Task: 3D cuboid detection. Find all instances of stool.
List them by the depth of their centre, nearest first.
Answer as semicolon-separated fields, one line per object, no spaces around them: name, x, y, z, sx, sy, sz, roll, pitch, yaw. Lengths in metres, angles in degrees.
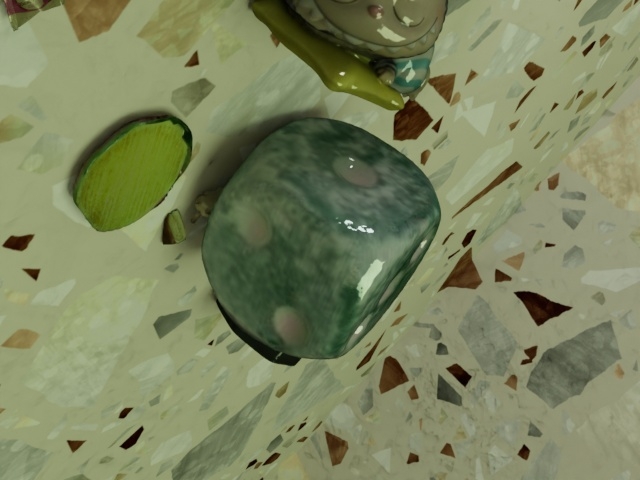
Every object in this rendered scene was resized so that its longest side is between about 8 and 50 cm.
stool;-0.107;0.162;1.985;0.141;0.232;0.232;-50;158;8

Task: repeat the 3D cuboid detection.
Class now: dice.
dice;0.000;0.000;1.673;0.328;0.330;0.348;-38;160;-48

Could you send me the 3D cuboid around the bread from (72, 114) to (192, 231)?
bread;-0.297;-0.109;1.414;0.228;0.033;0.228;-39;159;-18

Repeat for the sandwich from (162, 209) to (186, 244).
sandwich;-0.265;-0.013;1.626;0.031;0.044;0.083;-24;148;-32

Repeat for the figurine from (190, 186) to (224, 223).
figurine;-0.205;-0.064;1.650;0.083;0.047;0.050;-32;171;-46

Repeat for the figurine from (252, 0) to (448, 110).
figurine;0.129;-0.408;1.351;0.378;0.266;0.361;-53;162;20

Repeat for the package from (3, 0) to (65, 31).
package;-0.333;-0.286;1.047;0.083;0.029;0.059;-43;153;-33
